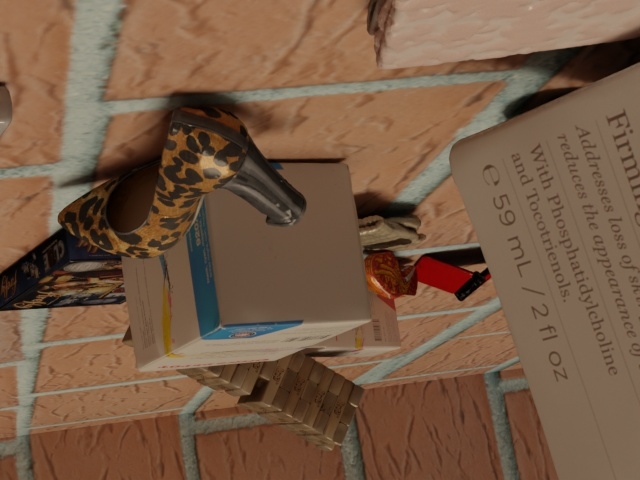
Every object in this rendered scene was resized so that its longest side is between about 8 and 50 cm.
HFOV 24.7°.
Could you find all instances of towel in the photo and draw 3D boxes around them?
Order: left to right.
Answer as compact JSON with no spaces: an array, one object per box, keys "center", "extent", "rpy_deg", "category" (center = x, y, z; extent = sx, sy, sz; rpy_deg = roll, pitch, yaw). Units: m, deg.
[{"center":[0.196,-0.197,0.936],"extent":[0.317,0.053,0.332],"rpy_deg":[-8,170,-5],"category":"towel"}]

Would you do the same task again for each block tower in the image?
[{"center":[-0.096,0.175,2.004],"extent":[0.335,0.091,0.097],"rpy_deg":[31,161,-20],"category":"block tower"}]

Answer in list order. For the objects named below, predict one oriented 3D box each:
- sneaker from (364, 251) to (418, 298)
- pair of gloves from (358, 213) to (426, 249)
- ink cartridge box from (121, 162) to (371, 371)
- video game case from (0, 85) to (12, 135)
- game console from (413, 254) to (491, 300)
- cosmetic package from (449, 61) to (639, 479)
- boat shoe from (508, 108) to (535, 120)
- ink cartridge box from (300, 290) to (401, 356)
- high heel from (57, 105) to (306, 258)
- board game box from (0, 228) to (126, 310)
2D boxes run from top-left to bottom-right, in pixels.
[{"center":[0.084,0.054,2.023],"extent":[0.067,0.064,0.175],"rpy_deg":[-2,168,18],"category":"sneaker"},{"center":[0.000,0.000,1.752],"extent":[0.240,0.042,0.204],"rpy_deg":[-12,171,23],"category":"pair of gloves"},{"center":[-0.085,0.031,1.518],"extent":[0.171,0.168,0.232],"rpy_deg":[-2,166,-29],"category":"ink cartridge box"},{"center":[-0.441,-0.057,1.158],"extent":[0.329,0.036,0.300],"rpy_deg":[-3,166,-27],"category":"video game case"},{"center":[0.208,0.031,2.121],"extent":[0.124,0.085,0.144],"rpy_deg":[-39,174,-13],"category":"game console"},{"center":[0.384,-0.009,1.164],"extent":[0.327,0.329,0.393],"rpy_deg":[-16,176,-44],"category":"cosmetic package"},{"center":[0.295,-0.065,1.489],"extent":[0.127,0.113,0.340],"rpy_deg":[-15,167,27],"category":"boat shoe"},{"center":[0.019,0.104,2.071],"extent":[0.198,0.115,0.067],"rpy_deg":[5,162,-45],"category":"ink cartridge box"},{"center":[-0.163,-0.061,1.306],"extent":[0.261,0.093,0.186],"rpy_deg":[-6,153,26],"category":"high heel"},{"center":[-0.261,0.033,1.700],"extent":[0.165,0.042,0.243],"rpy_deg":[-2,166,-31],"category":"board game box"}]
